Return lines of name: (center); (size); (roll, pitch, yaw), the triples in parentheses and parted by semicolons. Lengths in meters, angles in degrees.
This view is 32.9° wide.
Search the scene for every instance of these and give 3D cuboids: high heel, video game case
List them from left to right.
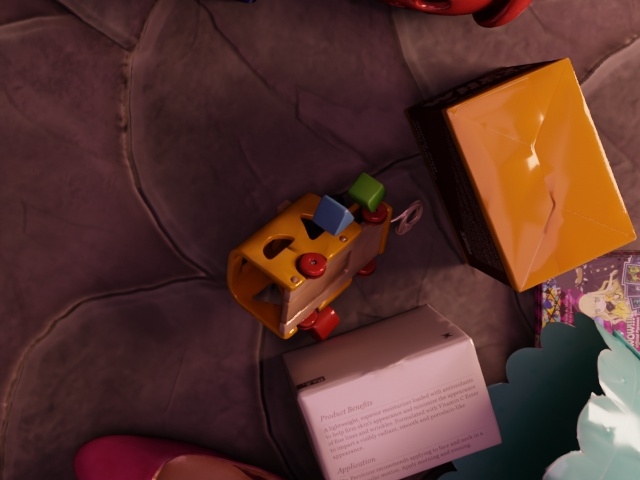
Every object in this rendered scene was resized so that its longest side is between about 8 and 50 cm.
high heel: (-0.079, 0.262, 1.086); (0.377, 0.181, 0.127); (18, 59, 5)
video game case: (0.348, 0.126, 1.223); (0.210, 0.042, 0.232); (-2, 97, -2)

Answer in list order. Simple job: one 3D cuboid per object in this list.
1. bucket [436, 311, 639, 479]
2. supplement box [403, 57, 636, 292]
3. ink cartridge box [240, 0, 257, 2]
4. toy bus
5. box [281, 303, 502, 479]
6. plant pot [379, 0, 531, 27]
bucket: (0.262, 0.235, 1.085); (0.183, 0.281, 0.281); (33, 91, -7)
supplement box: (0.197, -0.072, 1.110); (0.129, 0.194, 0.191); (-24, 99, -4)
ink cartridge box: (-0.163, -0.394, 1.050); (0.395, 0.151, 0.270); (12, 95, -7)
toy bus: (-0.007, 0.003, 1.135); (0.104, 0.202, 0.191); (36, 98, 21)
box: (0.067, 0.162, 1.126); (0.181, 0.182, 0.119); (-18, 99, -5)
plant pot: (0.138, -0.312, 1.084); (0.174, 0.191, 0.191); (19, 93, -16)
